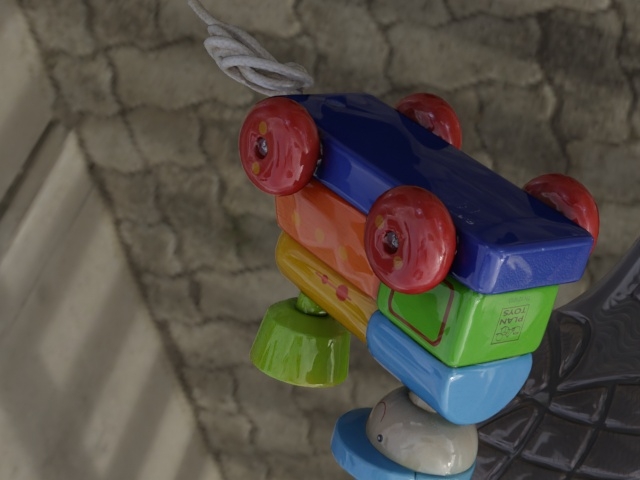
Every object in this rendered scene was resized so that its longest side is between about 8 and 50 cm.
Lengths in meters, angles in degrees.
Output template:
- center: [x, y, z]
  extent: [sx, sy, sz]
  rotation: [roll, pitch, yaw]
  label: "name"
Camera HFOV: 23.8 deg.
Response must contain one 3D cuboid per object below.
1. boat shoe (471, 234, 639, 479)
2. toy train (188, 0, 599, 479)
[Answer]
- center: [0.176, 0.092, 0.834]
  extent: [0.355, 0.132, 0.130]
  rotation: [-40, 142, 6]
  label: "boat shoe"
- center: [0.000, 0.000, 0.689]
  extent: [0.248, 0.105, 0.143]
  rotation: [37, 121, 41]
  label: "toy train"
